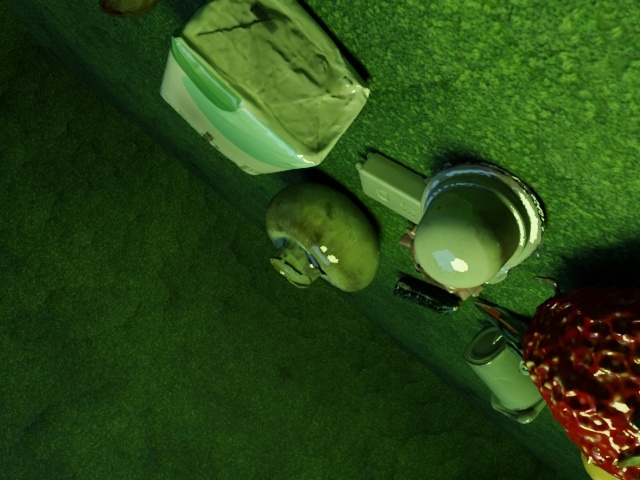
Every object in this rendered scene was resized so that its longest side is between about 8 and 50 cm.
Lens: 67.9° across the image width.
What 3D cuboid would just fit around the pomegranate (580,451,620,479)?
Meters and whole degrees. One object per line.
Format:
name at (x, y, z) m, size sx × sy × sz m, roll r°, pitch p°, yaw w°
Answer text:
pomegranate at (0.668, 0.441, 0.995) m, size 0.248 × 0.248 × 0.248 m, roll 37°, pitch 169°, yaw 9°

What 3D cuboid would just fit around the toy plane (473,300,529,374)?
toy plane at (0.476, 0.239, 1.111) m, size 0.223 × 0.104 × 0.326 m, roll 12°, pitch -168°, yaw -37°

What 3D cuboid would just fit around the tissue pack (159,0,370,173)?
tissue pack at (-0.116, -0.254, 0.817) m, size 0.266 × 0.194 × 0.356 m, roll 42°, pitch 169°, yaw -20°

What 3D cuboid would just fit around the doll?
doll at (0.265, 0.044, 1.036) m, size 0.211 × 0.093 × 0.262 m, roll 42°, pitch 173°, yaw 16°

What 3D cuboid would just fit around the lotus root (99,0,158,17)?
lotus root at (-0.360, -0.485, 0.880) m, size 0.241 × 0.123 × 0.124 m, roll 26°, pitch 134°, yaw 59°

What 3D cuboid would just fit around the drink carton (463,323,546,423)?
drink carton at (0.497, 0.346, 1.281) m, size 0.189 × 0.185 × 0.191 m, roll 44°, pitch 170°, yaw -11°

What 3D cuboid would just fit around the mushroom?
mushroom at (0.000, 0.000, 1.291) m, size 0.352 × 0.260 × 0.352 m, roll 37°, pitch 163°, yaw 13°

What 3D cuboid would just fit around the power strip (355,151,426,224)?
power strip at (0.196, -0.070, 0.900) m, size 0.338 × 0.058 × 0.098 m, roll 34°, pitch 168°, yaw 24°

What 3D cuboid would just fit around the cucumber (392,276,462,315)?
cucumber at (0.319, 0.171, 1.429) m, size 0.077 × 0.077 × 0.265 m, roll 47°, pitch 166°, yaw -35°

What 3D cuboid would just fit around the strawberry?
strawberry at (0.417, 0.167, 0.682) m, size 0.292 × 0.292 × 0.343 m, roll 44°, pitch 180°, yaw -24°

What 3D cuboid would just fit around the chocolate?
chocolate at (0.219, 0.003, 0.733) m, size 0.221 × 0.147 × 0.221 m, roll 30°, pitch 148°, yaw 22°
